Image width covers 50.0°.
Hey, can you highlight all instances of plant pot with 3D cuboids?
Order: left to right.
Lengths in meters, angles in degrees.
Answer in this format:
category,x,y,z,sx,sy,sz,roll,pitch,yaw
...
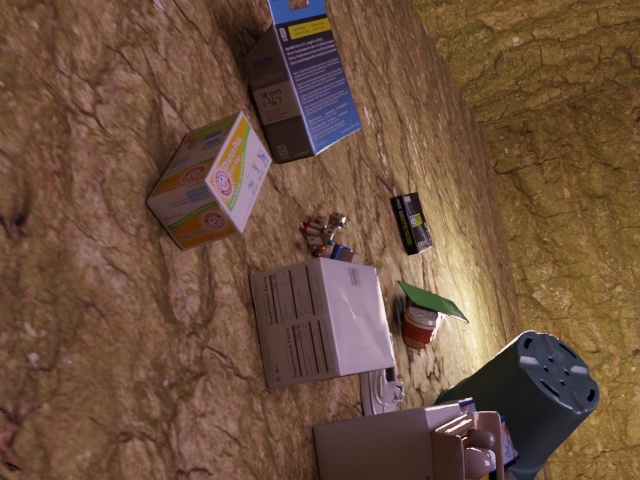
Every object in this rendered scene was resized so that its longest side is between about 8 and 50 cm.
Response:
category,x,y,z,sx,sy,sz,roll,pitch,yaw
plant pot,0.535,0.440,1.835,0.341,0.334,0.341,20,38,-16

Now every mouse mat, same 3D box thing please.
category,x,y,z,sx,sy,sz,roll,pitch,yaw
mouse mat,0.309,0.168,1.888,0.189,0.007,0.153,20,15,-16

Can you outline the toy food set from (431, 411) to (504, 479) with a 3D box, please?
category,x,y,z,sx,sy,sz,roll,pitch,yaw
toy food set,0.272,0.425,1.183,0.306,0.092,0.220,13,74,-62

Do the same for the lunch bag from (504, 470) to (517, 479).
category,x,y,z,sx,sy,sz,roll,pitch,yaw
lunch bag,0.385,0.744,1.663,0.256,0.212,0.305,-27,99,-49

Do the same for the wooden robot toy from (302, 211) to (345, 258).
category,x,y,z,sx,sy,sz,roll,pitch,yaw
wooden robot toy,0.000,0.000,1.473,0.173,0.076,0.079,-57,162,-60

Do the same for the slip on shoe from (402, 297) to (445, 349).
category,x,y,z,sx,sy,sz,roll,pitch,yaw
slip on shoe,0.285,0.217,1.906,0.331,0.123,0.101,-30,138,-72

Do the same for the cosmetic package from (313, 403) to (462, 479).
category,x,y,z,sx,sy,sz,roll,pitch,yaw
cosmetic package,0.140,0.395,1.299,0.224,0.224,0.138,19,59,-63

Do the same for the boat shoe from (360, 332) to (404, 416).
category,x,y,z,sx,sy,sz,roll,pitch,yaw
boat shoe,0.142,0.331,1.517,0.095,0.084,0.258,20,57,-62

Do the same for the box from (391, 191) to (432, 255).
category,x,y,z,sx,sy,sz,roll,pitch,yaw
box,0.286,-0.055,2.135,0.190,0.045,0.184,-16,92,-67

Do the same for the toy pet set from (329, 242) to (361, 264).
category,x,y,z,sx,sy,sz,roll,pitch,yaw
toy pet set,0.034,0.068,1.511,0.122,0.065,0.114,15,96,-60

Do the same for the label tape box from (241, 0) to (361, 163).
category,x,y,z,sx,sy,sz,roll,pitch,yaw
label tape box,-0.048,-0.358,1.451,0.240,0.105,0.334,-39,115,-55

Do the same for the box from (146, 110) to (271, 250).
category,x,y,z,sx,sy,sz,roll,pitch,yaw
box,-0.167,-0.095,1.072,0.103,0.114,0.203,58,29,-31

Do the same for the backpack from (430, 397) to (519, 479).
category,x,y,z,sx,sy,sz,roll,pitch,yaw
backpack,0.307,0.473,1.570,0.276,0.263,0.213,0,75,-65

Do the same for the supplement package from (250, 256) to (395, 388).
category,x,y,z,sx,sy,sz,roll,pitch,yaw
supplement package,0.011,0.152,1.266,0.262,0.145,0.204,14,63,-64
